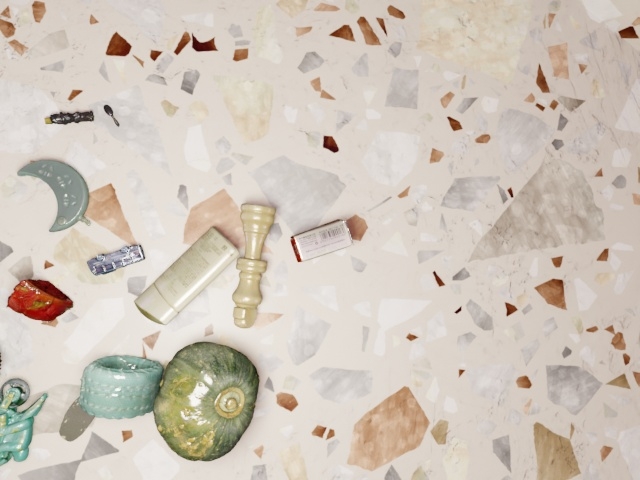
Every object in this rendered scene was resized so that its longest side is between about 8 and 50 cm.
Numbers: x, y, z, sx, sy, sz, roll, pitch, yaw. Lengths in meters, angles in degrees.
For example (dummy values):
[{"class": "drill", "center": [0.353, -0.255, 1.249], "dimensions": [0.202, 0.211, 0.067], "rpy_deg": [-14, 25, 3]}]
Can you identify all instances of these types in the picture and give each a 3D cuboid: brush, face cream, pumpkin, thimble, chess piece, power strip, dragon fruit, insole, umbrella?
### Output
[{"class": "brush", "center": [-0.675, -0.404, 1.553], "dimensions": [0.024, 0.008, 0.083], "rpy_deg": [-32, 92, -13]}, {"class": "face cream", "center": [-0.418, 0.116, 1.496], "dimensions": [0.348, 0.173, 0.081], "rpy_deg": [-46, 137, -9]}, {"class": "pumpkin", "center": [-0.343, 0.472, 1.419], "dimensions": [0.291, 0.257, 0.327], "rpy_deg": [38, 63, -28]}, {"class": "thimble", "center": [-0.589, 0.428, 1.414], "dimensions": [0.235, 0.198, 0.143], "rpy_deg": [14, 85, -42]}, {"class": "chess piece", "center": [-0.226, 0.084, 1.548], "dimensions": [0.117, 0.117, 0.397], "rpy_deg": [8, 87, -9]}, {"class": "power strip", "center": [-0.809, -0.141, 1.492], "dimensions": [0.168, 0.054, 0.253], "rpy_deg": [-32, 91, -9]}, {"class": "dragon fruit", "center": [-0.840, 0.188, 1.420], "dimensions": [0.127, 0.161, 0.120], "rpy_deg": [37, 80, 6]}, {"class": "insole", "center": [-0.719, 0.506, 1.487], "dimensions": [0.081, 0.011, 0.248], "rpy_deg": [35, 81, -8]}, {"class": "umbrella", "center": [-0.795, -0.388, 1.518], "dimensions": [0.144, 0.037, 0.040], "rpy_deg": [-9, 87, -11]}]

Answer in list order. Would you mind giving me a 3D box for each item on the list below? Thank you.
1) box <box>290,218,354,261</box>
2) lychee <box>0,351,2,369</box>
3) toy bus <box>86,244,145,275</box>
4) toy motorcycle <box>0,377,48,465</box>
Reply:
[{"class": "box", "center": [0.000, 0.000, 1.576], "dimensions": [0.182, 0.133, 0.099], "rpy_deg": [-19, 90, -8]}, {"class": "lychee", "center": [-1.038, 0.363, 1.318], "dimensions": [0.271, 0.271, 0.271], "rpy_deg": [1, 86, -9]}, {"class": "toy bus", "center": [-0.642, 0.060, 1.511], "dimensions": [0.166, 0.047, 0.065], "rpy_deg": [-20, 94, -10]}, {"class": "toy motorcycle", "center": [-0.930, 0.559, 1.403], "dimensions": [0.198, 0.109, 0.296], "rpy_deg": [33, 83, -8]}]
